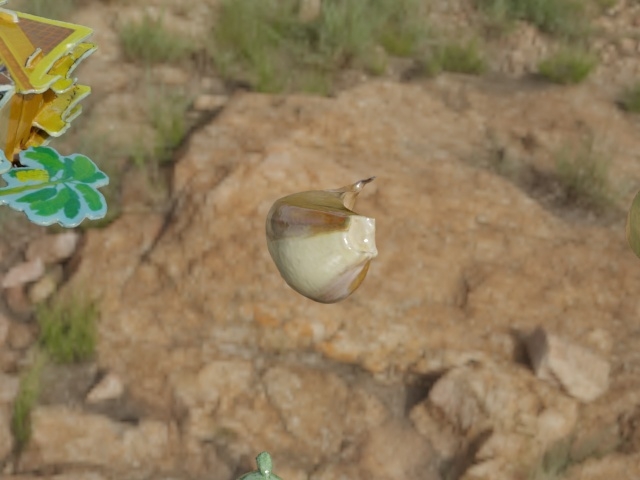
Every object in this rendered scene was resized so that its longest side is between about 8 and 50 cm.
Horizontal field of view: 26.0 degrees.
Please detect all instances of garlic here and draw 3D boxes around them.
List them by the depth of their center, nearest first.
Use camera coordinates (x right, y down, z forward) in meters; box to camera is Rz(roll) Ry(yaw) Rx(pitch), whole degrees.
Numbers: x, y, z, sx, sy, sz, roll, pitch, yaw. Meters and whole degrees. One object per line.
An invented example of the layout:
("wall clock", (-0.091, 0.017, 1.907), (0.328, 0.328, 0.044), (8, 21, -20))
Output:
("garlic", (-0.006, -0.007, 1.542), (0.115, 0.128, 0.207), (18, 19, -8))

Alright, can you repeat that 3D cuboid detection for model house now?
("model house", (-0.391, -0.173, 1.708), (0.312, 0.243, 0.358), (-16, 48, -30))

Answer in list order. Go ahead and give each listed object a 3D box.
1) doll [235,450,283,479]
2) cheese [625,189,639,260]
("doll", (-0.049, 0.249, 1.113), (0.077, 0.115, 0.150), (0, 37, -16))
("cheese", (0.464, -0.020, 1.532), (0.259, 0.128, 0.316), (-16, 7, 21))
